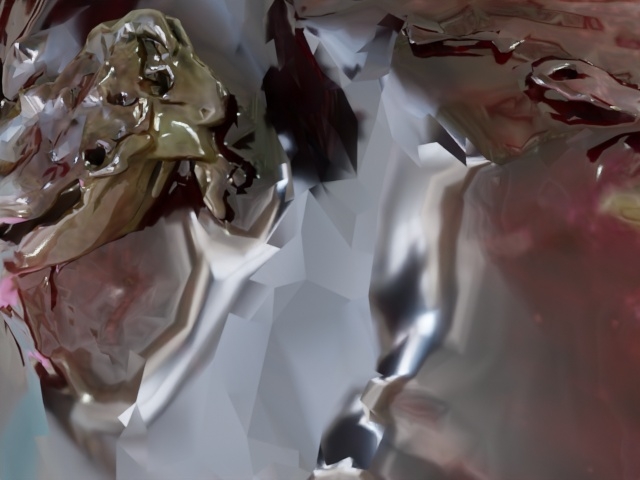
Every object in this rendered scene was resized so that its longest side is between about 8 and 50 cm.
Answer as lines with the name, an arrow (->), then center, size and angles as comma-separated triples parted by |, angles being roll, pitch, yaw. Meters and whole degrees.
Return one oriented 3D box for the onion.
onion -> 0.000, 0.000, 0.486 | 0.232, 0.314, 0.314 | -1, 143, -42
